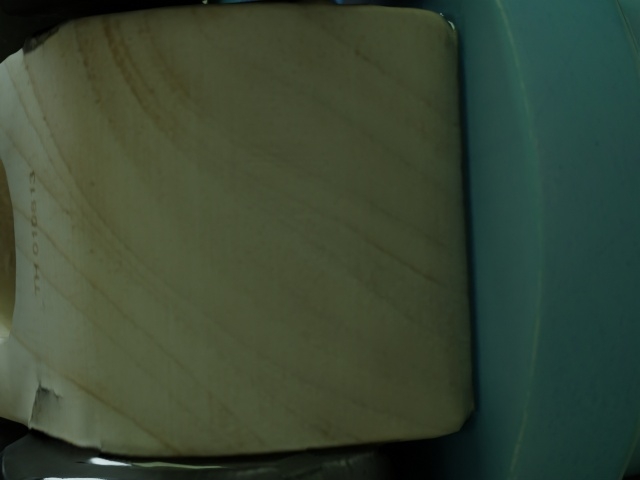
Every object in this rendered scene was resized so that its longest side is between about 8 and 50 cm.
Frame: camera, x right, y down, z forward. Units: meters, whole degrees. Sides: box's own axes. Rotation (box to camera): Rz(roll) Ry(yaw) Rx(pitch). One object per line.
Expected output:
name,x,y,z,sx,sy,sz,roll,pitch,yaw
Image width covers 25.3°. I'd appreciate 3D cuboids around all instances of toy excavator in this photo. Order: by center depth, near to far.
toy excavator,0.060,0.000,0.564,0.445,0.222,0.433,-1,-2,-24
